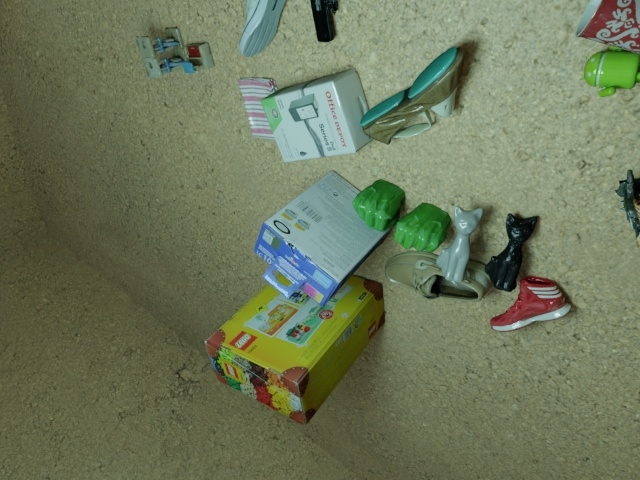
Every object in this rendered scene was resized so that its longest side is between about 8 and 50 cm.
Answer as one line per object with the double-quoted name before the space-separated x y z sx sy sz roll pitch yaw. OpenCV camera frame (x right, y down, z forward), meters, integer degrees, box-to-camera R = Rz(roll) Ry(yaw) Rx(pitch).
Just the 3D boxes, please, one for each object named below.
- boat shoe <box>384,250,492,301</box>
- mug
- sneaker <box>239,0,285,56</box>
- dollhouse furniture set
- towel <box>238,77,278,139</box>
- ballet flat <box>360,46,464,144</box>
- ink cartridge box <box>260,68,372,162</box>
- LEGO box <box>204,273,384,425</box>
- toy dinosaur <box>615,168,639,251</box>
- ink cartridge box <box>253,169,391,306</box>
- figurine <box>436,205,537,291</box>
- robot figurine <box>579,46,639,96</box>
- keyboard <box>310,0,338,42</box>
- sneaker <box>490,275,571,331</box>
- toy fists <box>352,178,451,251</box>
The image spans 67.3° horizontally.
"boat shoe" 0.327 0.111 1.424 0.341 0.110 0.121 2 123 40
"mug" 0.556 -0.391 0.815 0.169 0.113 0.150 25 127 7
"sneaker" -0.162 -0.617 1.295 0.091 0.094 0.258 58 137 15
"dollhouse furniture set" -0.460 -0.597 1.521 0.184 0.129 0.128 13 129 35
"towel" -0.184 -0.409 1.511 0.144 0.029 0.196 14 130 34
"ballet flat" 0.240 -0.327 1.163 0.124 0.116 0.342 37 143 -19
"ink cartridge box" -0.008 -0.342 1.346 0.273 0.115 0.198 0 121 41
"LEGO box" -0.067 0.305 1.620 0.373 0.500 0.193 15 130 32
"toy dinosaur" 0.673 -0.029 0.920 0.165 0.218 0.322 -3 162 26
"ink cartridge box" 0.000 0.000 1.397 0.270 0.395 0.151 39 139 10
"figurine" 0.427 0.011 1.247 0.215 0.092 0.209 10 123 7
"robot figurine" 0.558 -0.323 0.909 0.115 0.067 0.101 16 103 32
"keyboard" 0.012 -0.597 1.200 0.100 0.038 0.191 35 145 50
"sneaker" 0.549 0.164 1.314 0.221 0.087 0.128 -27 93 36
"toy fists" 0.221 -0.062 1.352 0.279 0.142 0.096 32 137 18
